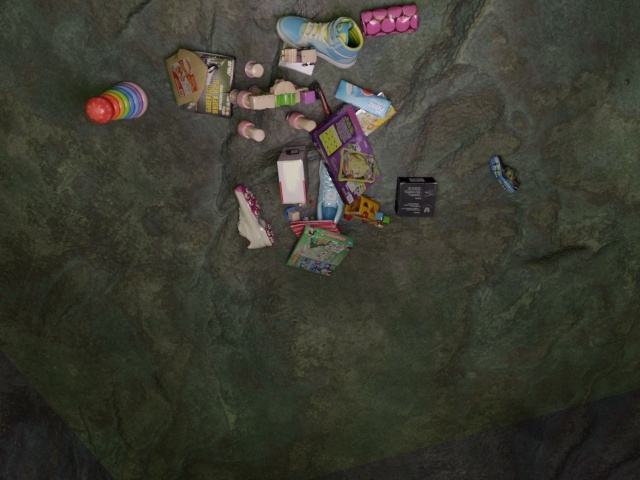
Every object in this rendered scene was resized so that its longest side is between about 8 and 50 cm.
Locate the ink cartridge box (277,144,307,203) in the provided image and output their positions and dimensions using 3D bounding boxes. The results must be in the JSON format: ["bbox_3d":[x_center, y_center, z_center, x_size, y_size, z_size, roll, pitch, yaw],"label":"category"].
[{"bbox_3d":[-0.105,-0.270,1.796,0.100,0.237,0.171,-3,116,3],"label":"ink cartridge box"}]

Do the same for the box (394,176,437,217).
[{"bbox_3d":[0.406,-0.186,1.922,0.156,0.093,0.158,0,114,-1],"label":"box"}]

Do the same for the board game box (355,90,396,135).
[{"bbox_3d":[0.213,-0.509,1.802,0.154,0.026,0.103,-37,110,15],"label":"board game box"}]

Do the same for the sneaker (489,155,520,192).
[{"bbox_3d":[0.787,-0.289,1.904,0.078,0.067,0.188,-43,108,-5],"label":"sneaker"}]

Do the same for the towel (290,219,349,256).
[{"bbox_3d":[0.000,0.000,1.944,0.199,0.031,0.274,-2,147,18],"label":"towel"}]

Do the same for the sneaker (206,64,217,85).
[{"bbox_3d":[-0.420,-0.611,1.677,0.109,0.040,0.044,-37,114,24],"label":"sneaker"}]

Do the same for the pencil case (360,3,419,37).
[{"bbox_3d":[0.251,-0.798,1.634,0.210,0.095,0.098,-5,136,4],"label":"pencil case"}]

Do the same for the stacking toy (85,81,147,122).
[{"bbox_3d":[-0.750,-0.488,1.628,0.141,0.330,0.141,0,116,-1],"label":"stacking toy"}]

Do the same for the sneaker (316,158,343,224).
[{"bbox_3d":[0.055,-0.205,1.874,0.135,0.150,0.365,0,117,-3],"label":"sneaker"}]

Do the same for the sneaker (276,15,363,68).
[{"bbox_3d":[0.009,-0.739,1.578,0.319,0.208,0.127,17,86,-14],"label":"sneaker"}]

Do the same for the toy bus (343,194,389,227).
[{"bbox_3d":[0.203,-0.134,1.934,0.191,0.202,0.104,12,84,1],"label":"toy bus"}]

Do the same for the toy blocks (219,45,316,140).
[{"bbox_3d":[-0.192,-0.555,1.659,0.289,0.260,0.308,-17,123,-29],"label":"toy blocks"}]

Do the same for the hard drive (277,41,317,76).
[{"bbox_3d":[-0.087,-0.695,1.711,0.135,0.022,0.094,15,114,-8],"label":"hard drive"}]

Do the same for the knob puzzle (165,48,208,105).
[{"bbox_3d":[-0.480,-0.610,1.655,0.213,0.030,0.213,11,112,29],"label":"knob puzzle"}]

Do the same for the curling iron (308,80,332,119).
[{"bbox_3d":[0.019,-0.503,1.792,0.068,0.035,0.274,-39,120,-24],"label":"curling iron"}]

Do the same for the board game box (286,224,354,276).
[{"bbox_3d":[-0.009,0.052,1.958,0.214,0.046,0.317,17,148,-11],"label":"board game box"}]

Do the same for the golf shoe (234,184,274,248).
[{"bbox_3d":[-0.316,-0.090,1.949,0.140,0.115,0.306,-19,113,12],"label":"golf shoe"}]

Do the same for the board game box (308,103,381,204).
[{"bbox_3d":[0.106,-0.337,1.780,0.208,0.056,0.346,-40,125,-15],"label":"board game box"}]

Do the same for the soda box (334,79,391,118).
[{"bbox_3d":[0.165,-0.547,1.737,0.210,0.067,0.071,24,107,0],"label":"soda box"}]

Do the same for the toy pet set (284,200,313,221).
[{"bbox_3d":[-0.095,-0.117,1.979,0.114,0.065,0.122,-20,123,-30],"label":"toy pet set"}]

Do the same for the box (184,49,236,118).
[{"bbox_3d":[-0.428,-0.602,1.731,0.183,0.056,0.230,8,115,-5],"label":"box"}]
